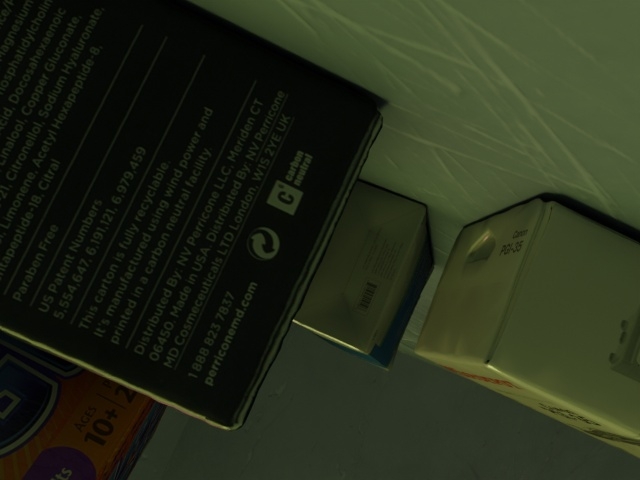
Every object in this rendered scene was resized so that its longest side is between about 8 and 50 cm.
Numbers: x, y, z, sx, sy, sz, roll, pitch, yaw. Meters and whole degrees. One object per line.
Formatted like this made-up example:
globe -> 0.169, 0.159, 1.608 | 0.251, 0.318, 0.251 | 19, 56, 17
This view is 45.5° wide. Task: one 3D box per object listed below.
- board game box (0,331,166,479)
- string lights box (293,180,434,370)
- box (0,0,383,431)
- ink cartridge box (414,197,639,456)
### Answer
board game box -> -0.362, 0.162, 0.776 | 0.357, 0.356, 0.356 | 28, 129, -2
string lights box -> 0.052, 0.047, 0.750 | 0.077, 0.133, 0.259 | 22, 171, 14
box -> -0.198, -0.055, 0.551 | 0.396, 0.211, 0.293 | 25, 172, -6
ink cartridge box -> 0.232, 0.092, 0.561 | 0.283, 0.117, 0.207 | 25, 172, -3
